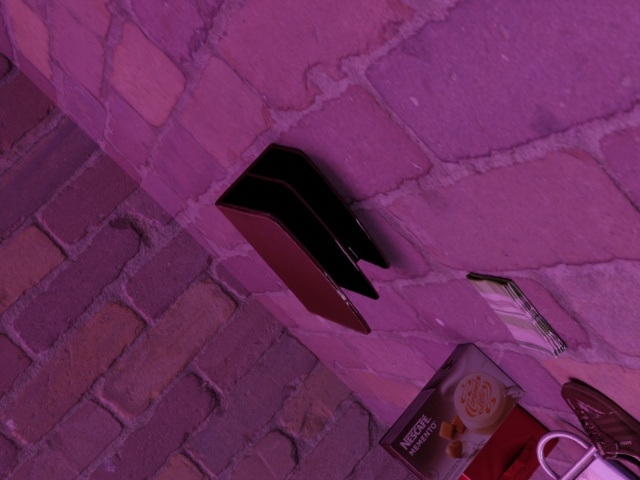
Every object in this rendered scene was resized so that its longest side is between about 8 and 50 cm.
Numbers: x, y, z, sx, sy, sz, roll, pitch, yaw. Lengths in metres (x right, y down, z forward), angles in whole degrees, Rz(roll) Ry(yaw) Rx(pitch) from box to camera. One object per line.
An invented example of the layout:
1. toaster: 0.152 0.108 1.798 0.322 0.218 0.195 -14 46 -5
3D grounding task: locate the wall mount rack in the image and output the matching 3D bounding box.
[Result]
1. wall mount rack: 0.526 0.449 1.429 0.350 0.130 0.304 38 128 14

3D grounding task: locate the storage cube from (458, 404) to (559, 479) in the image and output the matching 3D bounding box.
1. storage cube: 0.332 0.419 1.719 0.193 0.184 0.215 41 166 11

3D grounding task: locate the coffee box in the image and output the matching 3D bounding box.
1. coffee box: 0.242 0.331 1.574 0.141 0.246 0.098 43 166 0

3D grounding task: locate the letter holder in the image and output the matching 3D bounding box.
1. letter holder: 0.000 0.000 1.469 0.302 0.152 0.214 51 162 -30

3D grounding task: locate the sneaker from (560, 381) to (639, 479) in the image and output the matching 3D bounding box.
1. sneaker: 0.438 0.293 1.288 0.188 0.071 0.066 36 165 24

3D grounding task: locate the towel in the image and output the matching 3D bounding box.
1. towel: 0.289 0.112 1.263 0.152 0.023 0.113 48 165 -18
